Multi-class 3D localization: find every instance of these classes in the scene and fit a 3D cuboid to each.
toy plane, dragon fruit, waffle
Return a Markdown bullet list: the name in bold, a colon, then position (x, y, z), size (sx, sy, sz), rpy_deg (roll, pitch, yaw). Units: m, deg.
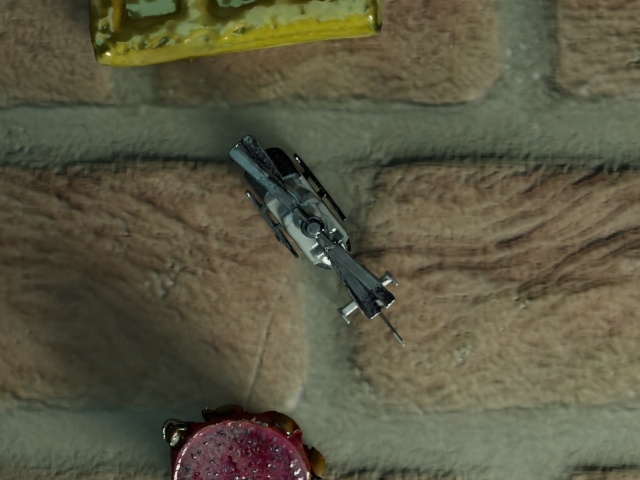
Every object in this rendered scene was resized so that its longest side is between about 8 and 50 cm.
- **toy plane**: position (0.000, 0.000, 1.349), size (0.053, 0.078, 0.197), rpy_deg (-37, 99, 1)
- **dragon fruit**: position (-0.059, 0.173, 1.355), size (0.126, 0.068, 0.112), rpy_deg (5, 105, -7)
- **waffle**: position (-0.073, -0.262, 1.377), size (0.221, 0.055, 0.248), rpy_deg (-6, 88, 6)
